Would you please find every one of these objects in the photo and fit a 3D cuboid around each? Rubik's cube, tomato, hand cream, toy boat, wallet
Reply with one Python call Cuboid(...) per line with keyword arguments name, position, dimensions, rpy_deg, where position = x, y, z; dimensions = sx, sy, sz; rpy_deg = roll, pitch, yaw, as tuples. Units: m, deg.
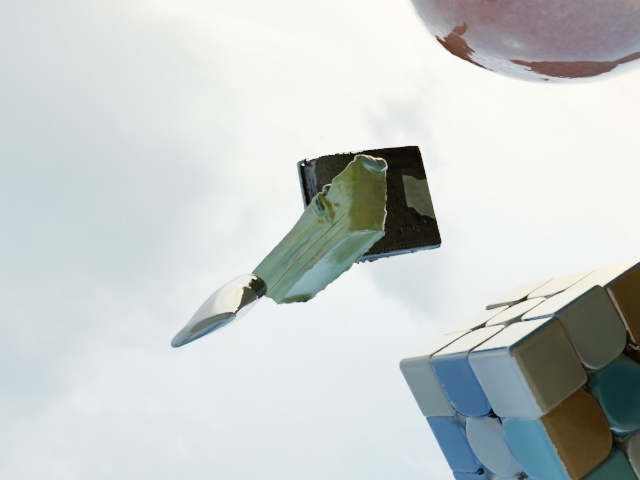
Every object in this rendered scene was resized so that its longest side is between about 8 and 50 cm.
Cuboid(name="Rubik's cube", position=(0.408, 0.270, 1.501), dimensions=(0.344, 0.347, 0.346), rpy_deg=(-26, -90, -28))
Cuboid(name="tomato", position=(0.229, -0.266, 0.682), dimensions=(0.273, 0.341, 0.341), rpy_deg=(37, -150, 10))
Cuboid(name="hand cream", position=(-0.113, 0.080, 1.052), dimensions=(0.048, 0.079, 0.255), rpy_deg=(57, -170, -3))
Cuboid(name="toy boat", position=(0.004, 0.004, 1.227), dimensions=(0.111, 0.276, 0.084), rpy_deg=(-3, -128, -55))
Cuboid(name="wallet", position=(0.097, -0.071, 1.729), dimensions=(0.262, 0.071, 0.220), rpy_deg=(-8, -105, -13))
